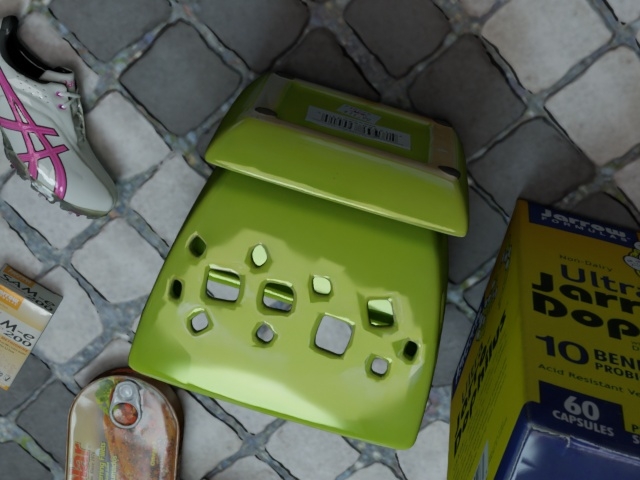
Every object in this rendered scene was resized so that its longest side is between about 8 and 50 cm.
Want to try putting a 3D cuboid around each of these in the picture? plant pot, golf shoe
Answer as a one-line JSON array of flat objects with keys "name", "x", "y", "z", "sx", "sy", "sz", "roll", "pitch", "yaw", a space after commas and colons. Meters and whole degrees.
[{"name": "plant pot", "x": 0.000, "y": 0.000, "z": 1.036, "sx": 0.228, "sy": 0.227, "sz": 0.207, "roll": 17, "pitch": 110, "yaw": 0}, {"name": "golf shoe", "x": -0.227, "y": -0.099, "z": 1.100, "sx": 0.086, "sy": 0.067, "sz": 0.186, "roll": -36, "pitch": 105, "yaw": 19}]

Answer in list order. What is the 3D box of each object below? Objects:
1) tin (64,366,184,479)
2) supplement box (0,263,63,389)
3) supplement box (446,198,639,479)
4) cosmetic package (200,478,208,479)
[{"name": "tin", "x": -0.183, "y": 0.209, "z": 1.238, "sx": 0.106, "sy": 0.040, "sz": 0.189, "roll": 7, "pitch": 105, "yaw": 1}, {"name": "supplement box", "x": -0.285, "y": 0.079, "z": 1.206, "sx": 0.062, "sy": 0.036, "sz": 0.098, "roll": 31, "pitch": 114, "yaw": -8}, {"name": "supplement box", "x": 0.211, "y": 0.143, "z": 0.995, "sx": 0.194, "sy": 0.356, "sz": 0.195, "roll": 16, "pitch": 115, "yaw": -1}, {"name": "cosmetic package", "x": -0.035, "y": 0.328, "z": 1.245, "sx": 0.231, "sy": 0.117, "sz": 0.085, "roll": 27, "pitch": 116, "yaw": -4}]
